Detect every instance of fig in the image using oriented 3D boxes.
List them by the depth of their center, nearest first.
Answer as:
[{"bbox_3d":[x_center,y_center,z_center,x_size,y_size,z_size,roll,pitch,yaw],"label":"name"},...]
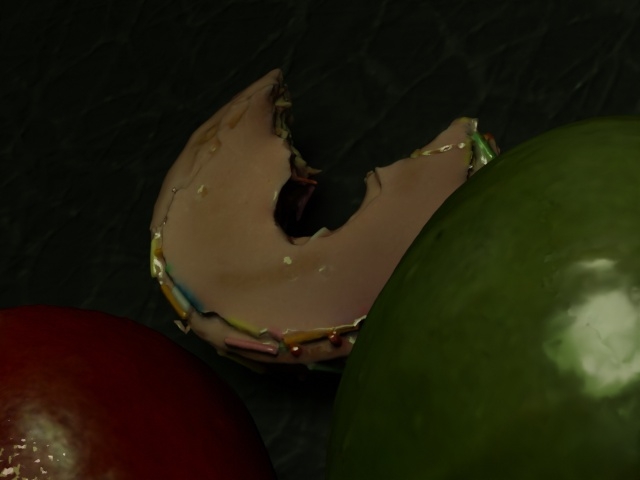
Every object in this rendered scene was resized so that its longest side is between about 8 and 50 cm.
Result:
[{"bbox_3d":[0.131,0.104,0.872,0.316,0.316,0.316,-11,55,17],"label":"fig"}]

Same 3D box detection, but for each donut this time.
[{"bbox_3d":[0.000,0.000,1.116,0.233,0.085,0.199,19,67,32],"label":"donut"}]

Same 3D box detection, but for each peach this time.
[{"bbox_3d":[-0.143,0.209,0.935,0.281,0.281,0.338,-10,61,17],"label":"peach"}]
